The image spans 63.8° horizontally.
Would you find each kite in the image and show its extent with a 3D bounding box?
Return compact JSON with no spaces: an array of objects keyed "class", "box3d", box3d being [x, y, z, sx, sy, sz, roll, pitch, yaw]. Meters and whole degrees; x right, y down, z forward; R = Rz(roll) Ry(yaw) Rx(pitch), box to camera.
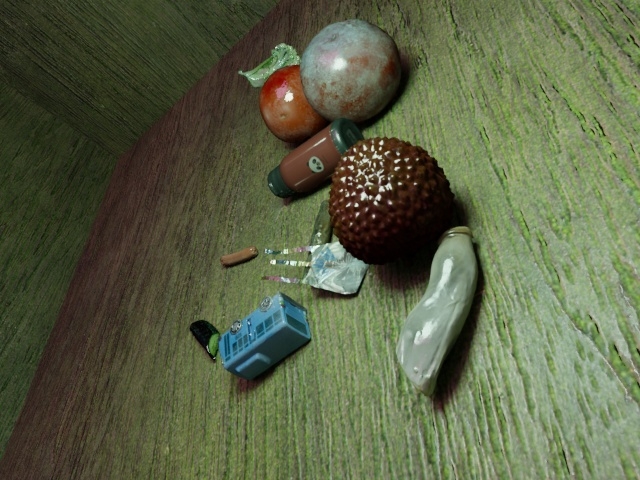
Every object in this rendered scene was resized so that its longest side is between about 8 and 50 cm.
[{"class":"kite","box3d":[-0.024,0.070,1.325,0.310,0.015,0.169,-6,52,22]}]

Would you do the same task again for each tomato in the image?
[{"class":"tomato","box3d":[-0.089,-0.483,1.791,0.265,0.265,0.264,-31,40,30]},{"class":"tomato","box3d":[0.090,-0.512,1.577,0.317,0.282,0.316,-15,54,22]}]

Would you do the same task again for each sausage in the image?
[{"class":"sausage","box3d":[-0.279,0.054,1.718,0.186,0.043,0.043,-17,48,42]}]

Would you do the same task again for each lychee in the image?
[{"class":"lychee","box3d":[0.150,-0.080,1.134,0.276,0.304,0.275,-22,14,6]}]

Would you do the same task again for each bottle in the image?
[{"class":"bottle","box3d":[-0.027,-0.238,1.585,0.336,0.144,0.144,-26,42,35]}]

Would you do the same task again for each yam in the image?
[{"class":"yam","box3d":[0.000,0.000,1.418,0.061,0.061,0.274,-22,44,38]}]

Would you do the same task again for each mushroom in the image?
[{"class":"mushroom","box3d":[0.236,0.126,0.995,0.109,0.097,0.351,-2,55,46]}]

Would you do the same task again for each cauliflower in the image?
[{"class":"cauliflower","box3d":[-0.193,-0.658,2.062,0.315,0.238,0.256,-15,23,-23]}]

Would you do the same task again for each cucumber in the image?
[{"class":"cucumber","box3d":[-0.354,0.294,1.594,0.070,0.046,0.220,-51,33,-11]}]

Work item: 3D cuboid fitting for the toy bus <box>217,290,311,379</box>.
[{"class":"toy bus","box3d":[-0.148,0.252,1.316,0.234,0.116,0.133,-38,40,18]}]
